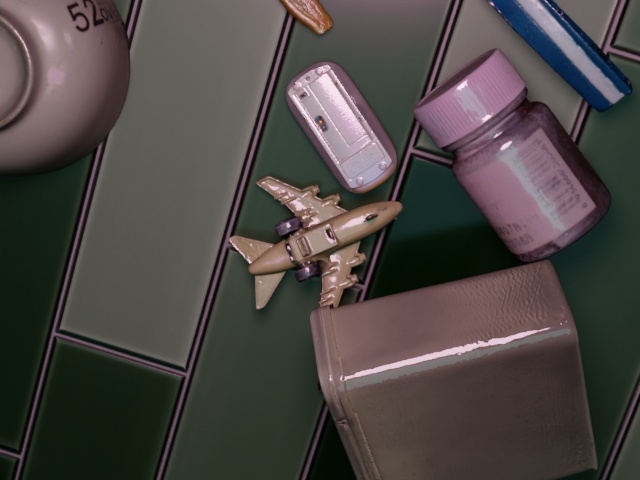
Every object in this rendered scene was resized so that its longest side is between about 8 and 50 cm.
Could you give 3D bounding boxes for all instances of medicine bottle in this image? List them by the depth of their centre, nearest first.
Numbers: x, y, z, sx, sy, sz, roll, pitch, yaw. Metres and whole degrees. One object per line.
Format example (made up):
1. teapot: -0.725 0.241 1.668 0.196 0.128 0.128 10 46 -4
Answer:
1. medicine bottle: 0.267 -0.118 1.643 0.165 0.165 0.273 -36 97 12

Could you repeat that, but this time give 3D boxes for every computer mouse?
1. computer mouse: 0.031 -0.164 1.710 0.102 0.045 0.199 -34 94 9

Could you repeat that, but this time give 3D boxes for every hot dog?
1. hot dog: -0.038 -0.350 1.680 0.044 0.028 0.137 -45 100 -13

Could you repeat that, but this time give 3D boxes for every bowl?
1. bowl: -0.460 -0.249 1.660 0.354 0.185 0.353 1 104 5

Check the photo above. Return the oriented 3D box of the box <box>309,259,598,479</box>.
1. box: 0.196 0.223 1.671 0.344 0.177 0.352 -14 130 6

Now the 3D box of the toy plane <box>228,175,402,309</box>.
1. toy plane: 0.000 0.000 1.733 0.256 0.104 0.241 -24 85 17

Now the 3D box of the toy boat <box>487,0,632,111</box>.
1. toy boat: 0.311 -0.299 1.633 0.299 0.096 0.062 45 112 -4

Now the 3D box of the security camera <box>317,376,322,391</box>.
1. security camera: 0.046 0.210 1.806 0.092 0.058 0.058 10 105 -11
